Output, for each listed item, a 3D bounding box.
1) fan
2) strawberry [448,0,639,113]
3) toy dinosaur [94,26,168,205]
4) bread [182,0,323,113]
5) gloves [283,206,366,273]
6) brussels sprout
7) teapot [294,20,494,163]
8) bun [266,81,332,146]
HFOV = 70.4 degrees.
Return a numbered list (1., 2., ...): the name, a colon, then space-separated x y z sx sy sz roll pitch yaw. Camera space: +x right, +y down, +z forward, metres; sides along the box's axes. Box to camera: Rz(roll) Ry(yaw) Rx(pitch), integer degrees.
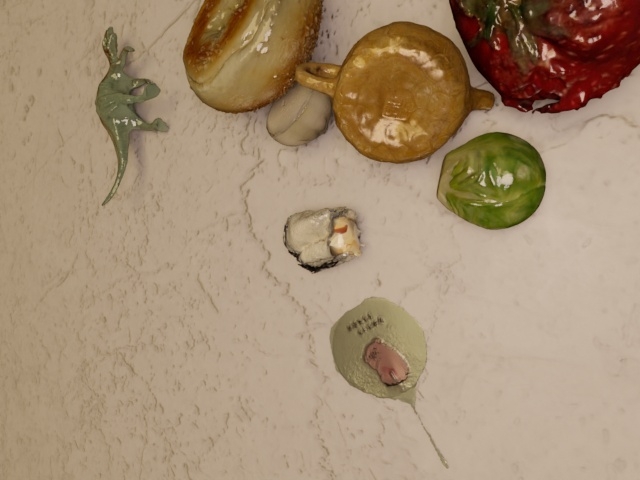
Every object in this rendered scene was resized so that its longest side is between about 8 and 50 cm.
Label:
1. fan: 0.135 0.249 0.785 0.182 0.010 0.310 -37 75 20
2. strawberry: 0.320 -0.310 0.596 0.274 0.221 0.274 43 146 38
3. toy dinosaur: -0.425 -0.269 0.994 0.206 0.092 0.392 10 96 24
4. bread: -0.109 -0.361 0.789 0.306 0.159 0.305 -24 56 40
5. gloves: 0.002 -0.001 0.812 0.153 0.070 0.114 -9 95 31
6. brussels sprout: 0.251 -0.088 0.671 0.155 0.117 0.155 2 96 16
7. teapot: 0.115 -0.237 0.712 0.312 0.167 0.203 13 126 7
8. bun: -0.025 -0.225 0.814 0.138 0.094 0.138 -30 47 38
